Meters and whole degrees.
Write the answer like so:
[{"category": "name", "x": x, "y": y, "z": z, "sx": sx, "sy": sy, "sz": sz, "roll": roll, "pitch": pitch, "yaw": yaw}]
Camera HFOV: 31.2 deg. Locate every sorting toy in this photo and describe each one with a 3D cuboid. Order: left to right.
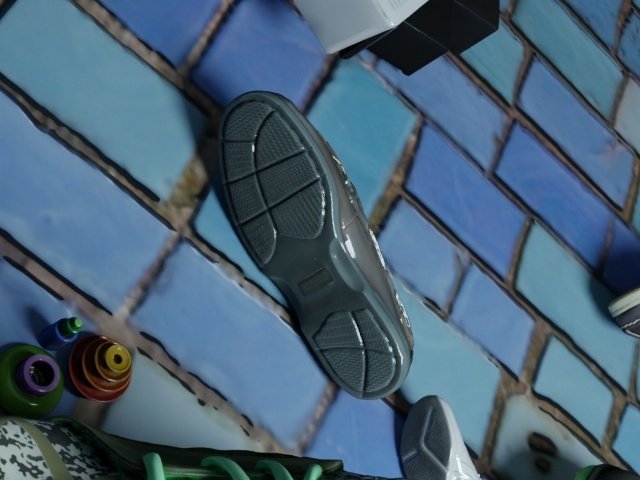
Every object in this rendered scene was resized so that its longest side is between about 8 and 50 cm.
[{"category": "sorting toy", "x": -0.169, "y": 0.082, "z": 0.775, "sx": 0.102, "sy": 0.042, "sz": 0.061, "roll": -6, "pitch": 74, "yaw": -42}]

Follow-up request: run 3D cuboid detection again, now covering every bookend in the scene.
[{"category": "bookend", "x": 0.108, "y": -0.224, "z": 1.143, "sx": 0.157, "sy": 0.072, "sz": 0.156, "roll": 25, "pitch": 56, "yaw": -31}]

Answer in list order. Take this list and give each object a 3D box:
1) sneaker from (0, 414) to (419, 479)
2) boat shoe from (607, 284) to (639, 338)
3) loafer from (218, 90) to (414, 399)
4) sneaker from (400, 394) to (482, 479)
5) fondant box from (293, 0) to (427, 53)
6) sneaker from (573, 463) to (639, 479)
[{"category": "sneaker", "x": -0.034, "y": 0.149, "z": 0.583, "sx": 0.410, "sy": 0.182, "sz": 0.158, "roll": 21, "pitch": 45, "yaw": -46}, {"category": "boat shoe", "x": 0.419, "y": 0.093, "z": 1.240, "sx": 0.285, "sy": 0.103, "sz": 0.092, "roll": 9, "pitch": 59, "yaw": -45}, {"category": "loafer", "x": 0.000, "y": 0.000, "z": 0.943, "sx": 0.267, "sy": 0.096, "sz": 0.084, "roll": 65, "pitch": 25, "yaw": -5}, {"category": "sneaker", "x": 0.109, "y": 0.204, "z": 0.957, "sx": 0.061, "sy": 0.053, "sz": 0.152, "roll": -1, "pitch": 76, "yaw": -51}, {"category": "fondant box", "x": 0.068, "y": -0.352, "z": 1.022, "sx": 0.330, "sy": 0.096, "sz": 0.238, "roll": -43, "pitch": 107, "yaw": -33}, {"category": "sneaker", "x": 0.385, "y": 0.358, "z": 1.008, "sx": 0.483, "sy": 0.202, "sz": 0.185, "roll": 44, "pitch": 47, "yaw": -16}]
